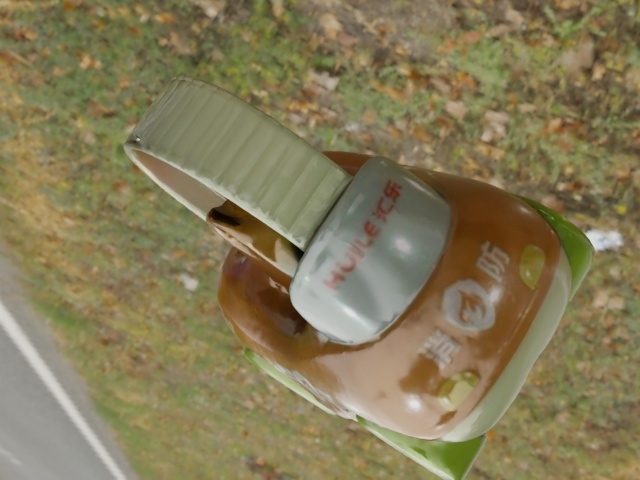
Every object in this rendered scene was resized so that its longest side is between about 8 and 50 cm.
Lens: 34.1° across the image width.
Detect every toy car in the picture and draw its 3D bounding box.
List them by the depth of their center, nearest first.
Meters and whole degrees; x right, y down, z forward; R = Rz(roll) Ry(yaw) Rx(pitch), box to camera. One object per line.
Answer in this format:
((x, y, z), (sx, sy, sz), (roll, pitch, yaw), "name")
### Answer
((0.000, 0.000, 0.542), (0.235, 0.145, 0.235), (32, 172, 5), "toy car")
